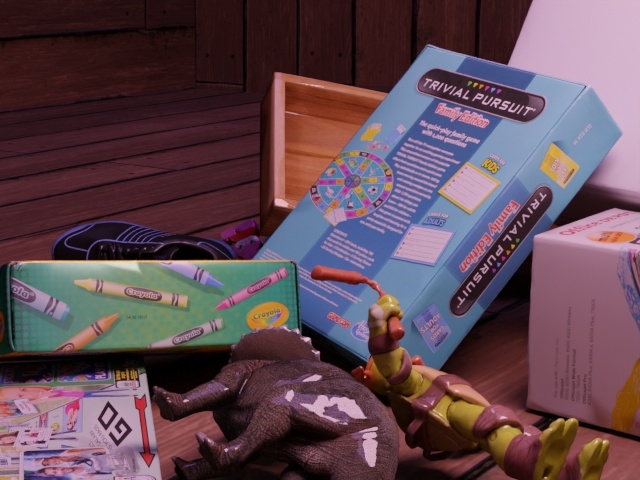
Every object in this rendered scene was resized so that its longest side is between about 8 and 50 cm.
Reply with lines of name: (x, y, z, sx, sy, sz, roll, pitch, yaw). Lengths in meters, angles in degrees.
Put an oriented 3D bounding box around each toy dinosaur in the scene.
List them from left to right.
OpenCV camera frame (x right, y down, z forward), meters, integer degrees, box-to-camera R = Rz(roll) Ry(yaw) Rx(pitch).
toy dinosaur: (-0.018, 0.137, 0.981, 0.160, 0.121, 0.314, -28, 22, -27)

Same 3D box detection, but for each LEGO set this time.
LEGO set: (0.000, 0.000, 1.705, 0.227, 0.093, 0.087, -24, -29, 9)

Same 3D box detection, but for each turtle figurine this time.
turtle figurine: (0.099, 0.126, 1.008, 0.217, 0.087, 0.269, 25, -18, 41)

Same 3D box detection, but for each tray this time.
tray: (0.130, -0.073, 1.632, 0.411, 0.202, 0.076, 9, -35, -15)

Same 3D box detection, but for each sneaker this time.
sneaker: (-0.220, 0.021, 1.610, 0.232, 0.081, 0.090, 2, 5, 2)

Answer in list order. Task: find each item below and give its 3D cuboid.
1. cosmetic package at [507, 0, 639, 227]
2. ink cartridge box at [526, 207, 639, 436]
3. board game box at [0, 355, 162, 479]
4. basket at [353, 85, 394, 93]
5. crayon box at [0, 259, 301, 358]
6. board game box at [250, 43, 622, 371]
cosmetic package: (0.447, -0.133, 1.450, 0.327, 0.329, 0.394, 15, -10, 47)
ink cartridge box: (0.324, 0.076, 1.169, 0.233, 0.168, 0.171, 10, 16, 38)
board game box: (-0.239, 0.162, 1.043, 0.214, 0.046, 0.317, -1, 12, -11)
basket: (0.076, -0.095, 1.817, 0.204, 0.226, 0.154, -3, 13, -19)
crayon box: (-0.178, 0.067, 1.236, 0.279, 0.081, 0.165, 1, -8, -29)
board game box: (0.101, -0.029, 1.317, 0.079, 0.336, 0.254, 46, -11, -35)
